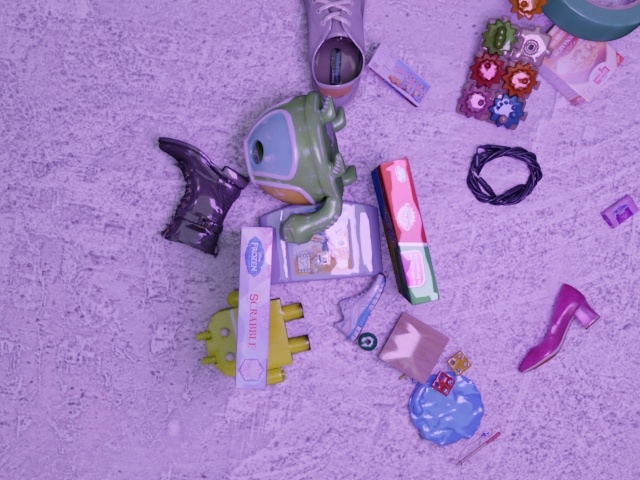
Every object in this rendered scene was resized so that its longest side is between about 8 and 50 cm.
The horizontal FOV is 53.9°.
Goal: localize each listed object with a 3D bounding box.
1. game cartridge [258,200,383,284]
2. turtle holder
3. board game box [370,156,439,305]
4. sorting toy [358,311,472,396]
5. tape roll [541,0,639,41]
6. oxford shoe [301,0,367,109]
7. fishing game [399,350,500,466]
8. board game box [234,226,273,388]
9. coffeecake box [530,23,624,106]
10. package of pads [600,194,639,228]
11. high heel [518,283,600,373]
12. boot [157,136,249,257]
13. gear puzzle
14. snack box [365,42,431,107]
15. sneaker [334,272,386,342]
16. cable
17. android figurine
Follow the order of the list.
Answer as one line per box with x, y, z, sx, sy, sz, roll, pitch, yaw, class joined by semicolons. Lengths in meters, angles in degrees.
0.000;0.000;1.558;0.297;0.062;0.198;-5;96;-2;game cartridge
-0.043;-0.175;1.473;0.228;0.243;0.320;-11;110;11;turtle holder
0.192;-0.023;1.469;0.064;0.242;0.316;-13;91;0;board game box
0.237;0.271;1.568;0.275;0.046;0.132;30;82;0;sorting toy
0.665;-0.639;1.510;0.321;0.077;0.321;2;77;-8;tape roll
0.034;-0.544;1.506;0.169;0.130;0.449;-2;90;0;oxford shoe
0.316;0.423;1.587;0.189;0.041;0.264;-38;84;-2;fishing game
-0.143;0.128;1.371;0.066;0.319;0.317;2;92;-6;board game box
0.624;-0.448;1.557;0.185;0.068;0.142;40;88;-3;coffeecake box
0.757;-0.072;1.590;0.083;0.032;0.050;-35;91;-1;package of pads
0.570;0.223;1.583;0.244;0.082;0.117;-45;64;12;high heel
-0.320;-0.104;1.524;0.263;0.091;0.229;30;90;-5;boot
0.459;-0.440;1.506;0.176;0.044;0.338;18;110;4;gear puzzle
0.191;-0.399;1.528;0.178;0.022;0.064;32;87;-29;snack box
0.093;0.154;1.548;0.083;0.071;0.190;31;103;10;sneaker
0.463;-0.160;1.570;0.185;0.047;0.150;8;91;-3;cable
-0.167;0.240;1.558;0.273;0.056;0.248;-10;92;-3;android figurine
